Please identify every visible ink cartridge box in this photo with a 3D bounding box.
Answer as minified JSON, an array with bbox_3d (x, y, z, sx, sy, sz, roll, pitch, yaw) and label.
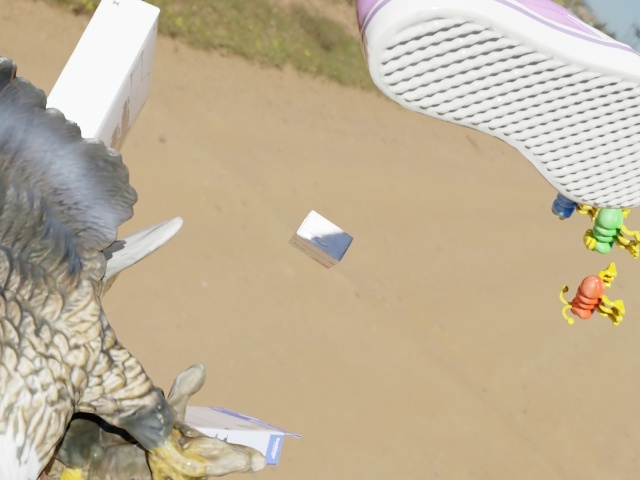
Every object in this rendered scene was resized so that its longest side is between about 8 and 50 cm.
[{"bbox_3d":[0.000,0.000,1.875,0.099,0.056,0.135,34,-12,-4],"label":"ink cartridge box"},{"bbox_3d":[-0.193,0.302,1.530,0.185,0.065,0.311,10,-3,37],"label":"ink cartridge box"}]

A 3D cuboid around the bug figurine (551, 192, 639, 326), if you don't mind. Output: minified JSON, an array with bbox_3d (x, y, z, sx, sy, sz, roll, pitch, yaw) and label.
[{"bbox_3d":[0.390,-0.025,1.418,0.072,0.216,0.279,2,51,-3],"label":"bug figurine"}]

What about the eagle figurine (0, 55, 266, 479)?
[{"bbox_3d":[-0.162,0.047,0.407,0.225,0.226,0.298,25,-12,48],"label":"eagle figurine"}]

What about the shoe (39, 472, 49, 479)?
[{"bbox_3d":[-0.315,0.286,1.196,0.063,0.178,0.081,-5,47,-24],"label":"shoe"}]

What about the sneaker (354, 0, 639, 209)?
[{"bbox_3d":[0.140,-0.131,0.638,0.282,0.102,0.161,24,37,-32],"label":"sneaker"}]

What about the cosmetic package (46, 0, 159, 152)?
[{"bbox_3d":[-0.379,-0.169,1.559,0.097,0.377,0.284,23,-22,-3],"label":"cosmetic package"}]
